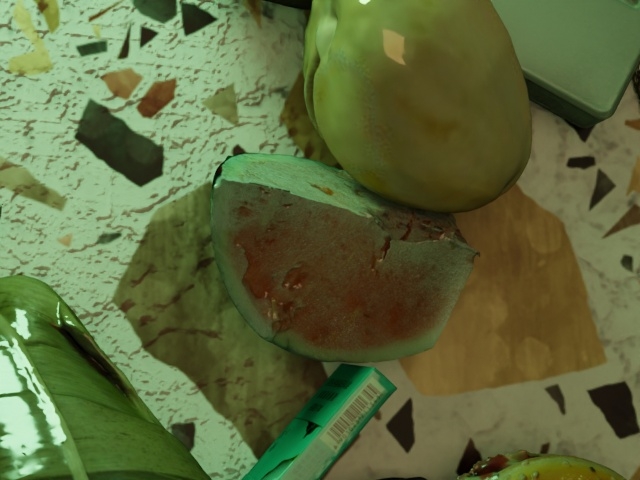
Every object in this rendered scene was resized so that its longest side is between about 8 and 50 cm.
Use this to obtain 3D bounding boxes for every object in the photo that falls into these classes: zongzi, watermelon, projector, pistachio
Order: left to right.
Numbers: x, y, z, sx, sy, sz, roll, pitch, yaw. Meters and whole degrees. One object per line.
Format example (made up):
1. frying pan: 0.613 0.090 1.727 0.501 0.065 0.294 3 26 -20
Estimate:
1. zongzi: -0.175 0.203 1.621 0.467 0.218 0.500 3 48 -16
2. watermelon: 0.000 0.000 1.708 0.305 0.180 0.224 15 62 -25
3. pistachio: 0.096 -0.163 1.686 0.230 0.230 0.309 -49 126 -9
4. projector: 0.242 -0.266 1.820 0.256 0.099 0.192 28 83 -5

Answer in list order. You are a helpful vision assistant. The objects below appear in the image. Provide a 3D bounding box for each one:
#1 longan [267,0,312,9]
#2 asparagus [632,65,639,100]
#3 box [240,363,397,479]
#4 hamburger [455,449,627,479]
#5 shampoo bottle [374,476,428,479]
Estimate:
1. longan: -0.040 -0.359 1.731 0.248 0.248 0.248 1 85 -9
2. asparagus: 0.382 -0.133 1.873 0.016 0.016 0.163 -20 88 16
3. box: -0.022 0.225 1.705 0.042 0.161 0.226 43 81 -5
4. hamburger: 0.239 0.369 1.727 0.300 0.176 0.300 1 85 -10
5. shampoo bottle: 0.035 0.308 1.706 0.233 0.049 0.087 -21 81 -43
